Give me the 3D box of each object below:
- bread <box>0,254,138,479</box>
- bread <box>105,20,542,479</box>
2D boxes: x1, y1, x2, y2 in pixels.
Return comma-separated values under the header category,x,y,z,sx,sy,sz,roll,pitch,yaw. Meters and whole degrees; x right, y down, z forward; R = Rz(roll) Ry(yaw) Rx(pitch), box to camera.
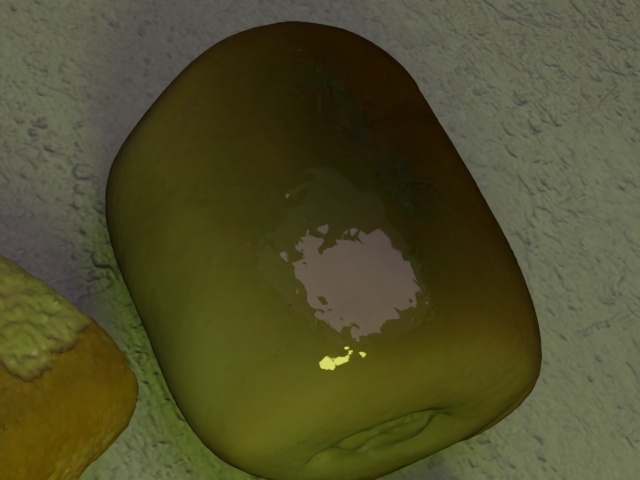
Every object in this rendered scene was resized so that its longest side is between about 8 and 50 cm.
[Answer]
category,x,y,z,sx,sy,sz,roll,pitch,yaw
bread,-0.317,0.154,1.232,0.236,0.165,0.375,39,38,6
bread,0.000,0.000,1.469,0.348,0.253,0.376,-8,56,-26
